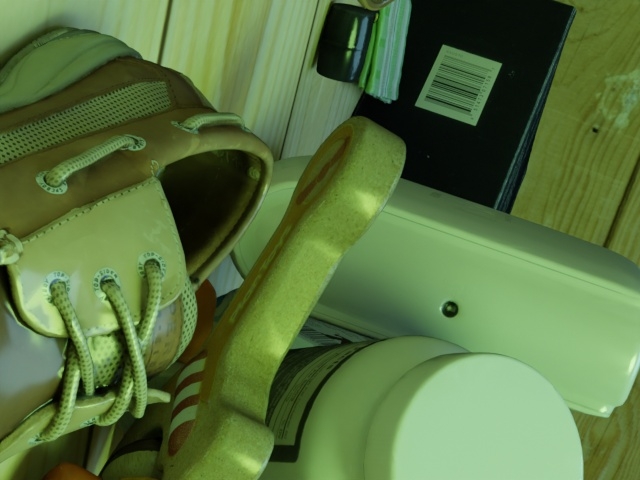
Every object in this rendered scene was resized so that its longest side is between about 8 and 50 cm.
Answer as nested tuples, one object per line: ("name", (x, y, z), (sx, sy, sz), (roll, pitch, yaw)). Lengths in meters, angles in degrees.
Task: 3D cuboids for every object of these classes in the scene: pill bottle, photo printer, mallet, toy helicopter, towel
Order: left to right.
("toy helicopter", (-0.058, 0.082, 0.897), (0.355, 0.140, 0.235), (-58, -166, -2))
("mallet", (0.034, -0.190, 1.271), (0.189, 0.039, 0.062), (-65, 170, -64))
("pill bottle", (0.034, 0.144, 0.959), (0.278, 0.162, 0.162), (-13, -129, 62))
("towel", (0.061, -0.194, 1.450), (0.152, 0.023, 0.113), (-8, 106, -78))
("photo printer", (0.083, 0.020, 1.107), (0.256, 0.308, 0.107), (-32, 140, -80))

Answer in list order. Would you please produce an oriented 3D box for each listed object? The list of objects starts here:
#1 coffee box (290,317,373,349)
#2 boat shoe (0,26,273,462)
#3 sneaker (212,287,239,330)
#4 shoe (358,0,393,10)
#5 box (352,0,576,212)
("coffee box", (0.029, 0.161, 1.409), (0.297, 0.119, 0.168), (4, 109, -57))
("boat shoe", (-0.101, 0.012, 0.532), (0.324, 0.116, 0.123), (-58, 166, -56))
("sneaker", (-0.057, 0.112, 1.181), (0.086, 0.085, 0.237), (-46, 162, -21))
("shoe", (0.031, -0.255, 1.029), (0.077, 0.058, 0.219), (-31, 149, -25))
("box", (0.130, -0.072, 1.671), (0.312, 0.179, 0.343), (96, 17, -55))
